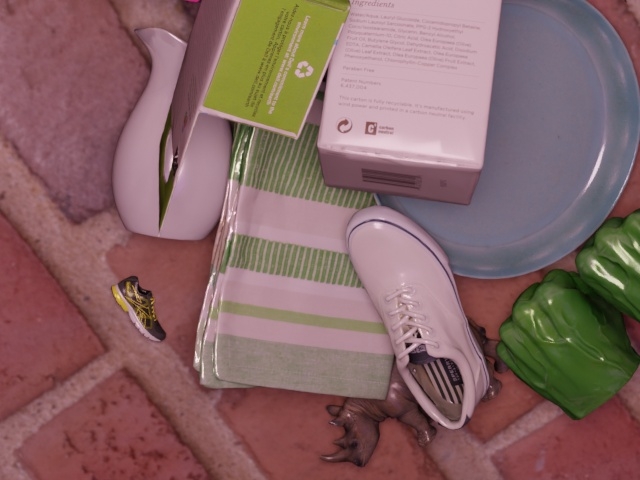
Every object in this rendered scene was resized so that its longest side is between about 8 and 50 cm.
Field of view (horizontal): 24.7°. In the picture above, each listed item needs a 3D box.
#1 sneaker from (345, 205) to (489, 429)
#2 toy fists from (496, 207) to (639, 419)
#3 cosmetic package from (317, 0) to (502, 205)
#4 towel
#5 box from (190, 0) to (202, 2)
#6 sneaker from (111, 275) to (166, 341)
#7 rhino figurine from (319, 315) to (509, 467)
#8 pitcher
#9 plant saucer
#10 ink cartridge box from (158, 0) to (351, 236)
[{"bbox_3d":[0.105,0.082,1.507,0.094,0.091,0.258,-23,113,22],"label":"sneaker"},{"bbox_3d":[0.305,0.066,1.552,0.142,0.096,0.279,42,126,-4],"label":"toy fists"},{"bbox_3d":[0.093,-0.234,1.366,0.155,0.197,0.365,8,83,4],"label":"cosmetic package"},{"bbox_3d":[0.000,0.000,1.522,0.248,0.038,0.324,8,93,-33],"label":"towel"},{"bbox_3d":[-0.109,-0.320,1.425,0.247,0.142,0.163,8,107,-10],"label":"box"},{"bbox_3d":[-0.193,0.075,1.603,0.035,0.031,0.083,-37,108,6],"label":"sneaker"},{"bbox_3d":[0.095,0.173,1.642,0.243,0.073,0.106,-37,108,9],"label":"rhino figurine"},{"bbox_3d":[-0.121,-0.104,1.512,0.178,0.125,0.207,8,95,-15],"label":"pitcher"},{"bbox_3d":[0.188,-0.118,1.541,0.318,0.044,0.317,-5,106,-18],"label":"plant saucer"},{"bbox_3d":[-0.070,-0.144,1.323,0.097,0.189,0.255,14,118,-15],"label":"ink cartridge box"}]
